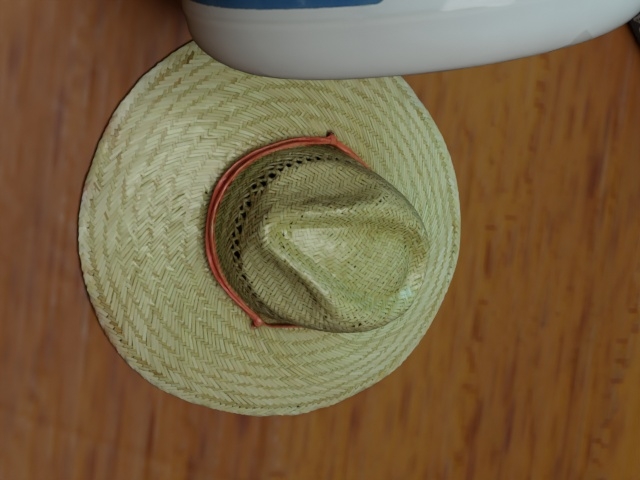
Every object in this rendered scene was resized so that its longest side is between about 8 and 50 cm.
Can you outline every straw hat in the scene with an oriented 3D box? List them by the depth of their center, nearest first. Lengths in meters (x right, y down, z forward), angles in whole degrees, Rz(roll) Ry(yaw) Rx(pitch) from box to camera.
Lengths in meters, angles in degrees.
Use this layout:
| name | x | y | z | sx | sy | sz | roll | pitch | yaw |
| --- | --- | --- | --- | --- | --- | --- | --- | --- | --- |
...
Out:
| name | x | y | z | sx | sy | sz | roll | pitch | yaw |
| --- | --- | --- | --- | --- | --- | --- | --- | --- | --- |
| straw hat | 0.000 | 0.000 | 0.617 | 0.144 | 0.061 | 0.144 | -7 | 105 | -26 |

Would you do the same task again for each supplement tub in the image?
| name | x | y | z | sx | sy | sz | roll | pitch | yaw |
| --- | --- | --- | --- | --- | --- | --- | --- | --- | --- |
| supplement tub | 0.019 | -0.156 | 0.543 | 0.144 | 0.144 | 0.199 | -14 | 108 | -24 |

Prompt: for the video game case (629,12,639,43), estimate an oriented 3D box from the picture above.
| name | x | y | z | sx | sy | sz | roll | pitch | yaw |
| --- | --- | --- | --- | --- | --- | --- | --- | --- | --- |
| video game case | 0.173 | -0.160 | 0.691 | 0.196 | 0.026 | 0.274 | -39 | 117 | -14 |
